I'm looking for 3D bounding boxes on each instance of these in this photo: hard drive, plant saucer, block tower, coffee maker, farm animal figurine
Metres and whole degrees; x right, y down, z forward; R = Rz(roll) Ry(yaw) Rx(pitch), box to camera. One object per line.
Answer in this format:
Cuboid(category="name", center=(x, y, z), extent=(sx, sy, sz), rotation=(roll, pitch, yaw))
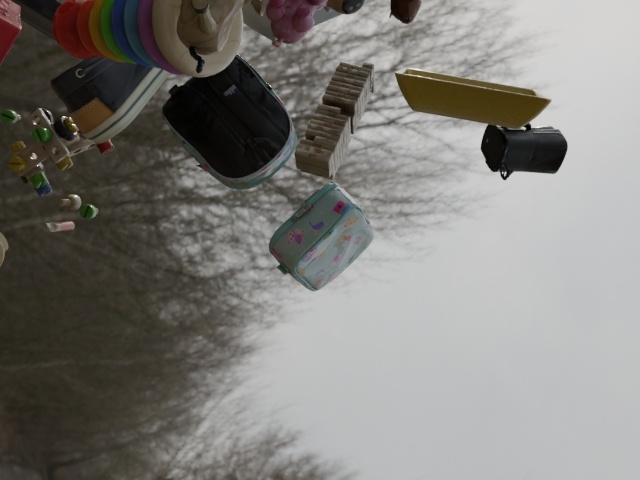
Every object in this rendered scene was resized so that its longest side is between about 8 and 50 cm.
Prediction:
Cuboid(category="hard drive", center=(-0.667, -0.551, 2.068), extent=(0.172, 0.255, 0.054), rotation=(4, -113, 62))
Cuboid(category="plant saucer", center=(0.334, -0.322, 1.895), extent=(0.333, 0.333, 0.080), rotation=(-56, 157, -74))
Cuboid(category="block tower", center=(0.039, -0.300, 2.067), extent=(0.097, 0.335, 0.091), rotation=(17, -32, 15))
Cuboid(category="coffee maker", center=(0.506, -0.212, 2.057), extent=(0.120, 0.178, 0.171), rotation=(119, -32, -61))
Cuboid(category="farm animal figurine", center=(-0.023, -0.353, 1.008), extent=(0.172, 0.330, 0.326), rotation=(97, -18, -71))

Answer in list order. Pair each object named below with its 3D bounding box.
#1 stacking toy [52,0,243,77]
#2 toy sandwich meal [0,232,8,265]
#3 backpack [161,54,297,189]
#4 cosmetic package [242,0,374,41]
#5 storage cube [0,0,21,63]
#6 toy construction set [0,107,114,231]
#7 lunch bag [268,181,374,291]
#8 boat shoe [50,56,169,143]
Cuboid(category="stacking toy", center=(-0.265, -0.297, 1.158), extent=(0.330, 0.141, 0.141), rotation=(9, -63, 40))
Cuboid(category="toy sandwich meal", center=(-0.465, 0.019, 1.133), extent=(0.029, 0.085, 0.085), rotation=(27, -45, 30))
Cuboid(category="backpack", center=(-0.179, -0.235, 1.759), extent=(0.253, 0.225, 0.191), rotation=(46, -5, 14))
Cuboid(category="cosmetic package", center=(0.018, -0.635, 1.851), extent=(0.161, 0.453, 0.230), rotation=(38, -38, 29))
Cuboid(category="storage cube", center=(-0.655, -0.361, 1.448), extent=(0.215, 0.193, 0.183), rotation=(-52, -148, 12))
Cuboid(category="toy construction set", center=(-0.631, -0.172, 1.946), extent=(0.237, 0.258, 0.308), rotation=(-39, 122, -83))
Cuboid(category="lunch bag", center=(0.000, 0.000, 1.872), extent=(0.108, 0.224, 0.279), rotation=(48, -2, 22))
Cuboid(category="boat shoe", center=(-0.343, -0.402, 1.604), extent=(0.187, 0.500, 0.156), rotation=(-15, -52, 45))
